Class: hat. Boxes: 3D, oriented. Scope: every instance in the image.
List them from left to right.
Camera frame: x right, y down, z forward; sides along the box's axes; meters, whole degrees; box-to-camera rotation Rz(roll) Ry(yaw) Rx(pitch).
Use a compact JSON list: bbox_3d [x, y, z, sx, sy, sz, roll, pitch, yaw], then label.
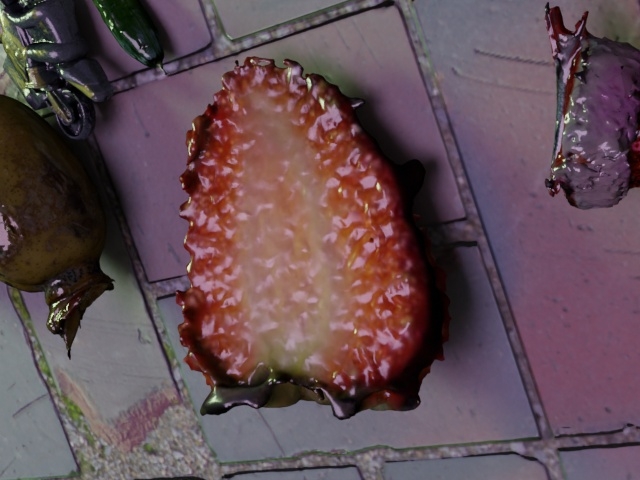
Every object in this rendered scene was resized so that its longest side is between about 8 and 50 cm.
[{"bbox_3d":[0.265,-0.082,0.987,0.227,0.129,0.140,7,90,16],"label":"hat"}]

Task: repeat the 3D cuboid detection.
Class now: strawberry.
[{"bbox_3d":[0.000,0.000,1.209,0.234,0.138,0.306,-3,82,18],"label":"strawberry"}]

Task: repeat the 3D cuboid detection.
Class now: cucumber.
[{"bbox_3d":[-0.185,-0.216,1.293,0.039,0.039,0.168,-36,83,41],"label":"cucumber"}]

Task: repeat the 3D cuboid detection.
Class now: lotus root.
[{"bbox_3d":[-0.282,-0.022,1.381,0.154,0.154,0.278,-39,83,40],"label":"lotus root"}]

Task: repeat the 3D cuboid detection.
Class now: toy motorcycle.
[{"bbox_3d":[-0.262,-0.191,1.344,0.193,0.061,0.124,50,137,20],"label":"toy motorcycle"}]
